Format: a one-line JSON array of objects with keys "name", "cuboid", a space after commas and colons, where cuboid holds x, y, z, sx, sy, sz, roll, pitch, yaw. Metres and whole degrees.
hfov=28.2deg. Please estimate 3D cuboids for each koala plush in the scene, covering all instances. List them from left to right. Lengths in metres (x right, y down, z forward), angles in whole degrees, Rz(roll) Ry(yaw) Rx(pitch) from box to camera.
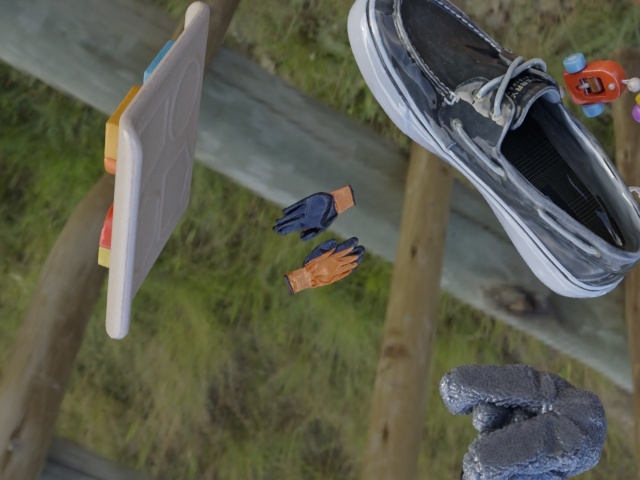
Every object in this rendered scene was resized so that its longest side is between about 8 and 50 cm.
[{"name": "koala plush", "cuboid": [0.261, 0.292, 1.665, 0.203, 0.196, 0.221, -5, 133, -7]}]

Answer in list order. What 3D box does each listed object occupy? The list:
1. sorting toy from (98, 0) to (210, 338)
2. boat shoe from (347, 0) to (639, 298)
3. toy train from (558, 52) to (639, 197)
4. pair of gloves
[{"name": "sorting toy", "cuboid": [-0.131, -0.058, 0.977, 0.038, 0.208, 0.193, 13, 128, 2]}, {"name": "boat shoe", "cuboid": [0.163, -0.105, 1.080, 0.335, 0.121, 0.119, 48, 153, 2]}, {"name": "toy train", "cuboid": [0.286, -0.104, 1.129, 0.125, 0.046, 0.166, -7, 123, 46]}, {"name": "pair of gloves", "cuboid": [0.000, 0.000, 1.024, 0.074, 0.010, 0.083, -23, 121, -17]}]
